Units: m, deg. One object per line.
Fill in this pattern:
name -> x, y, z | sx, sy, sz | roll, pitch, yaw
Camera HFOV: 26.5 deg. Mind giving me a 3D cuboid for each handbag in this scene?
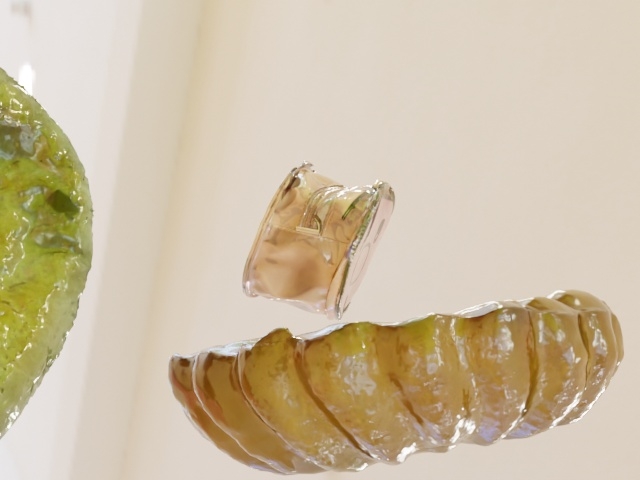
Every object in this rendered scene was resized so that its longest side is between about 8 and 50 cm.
handbag -> 0.001, 0.001, 1.543 | 0.205, 0.116, 0.179 | -18, 129, -77

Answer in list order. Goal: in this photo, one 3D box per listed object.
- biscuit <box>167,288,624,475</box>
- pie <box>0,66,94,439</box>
biscuit -> 0.055, 0.103, 0.970 | 0.326, 0.325, 0.107 | -14, -99, 61
pie -> -0.176, 0.000, 0.509 | 0.041, 0.187, 0.187 | -29, -112, 58
